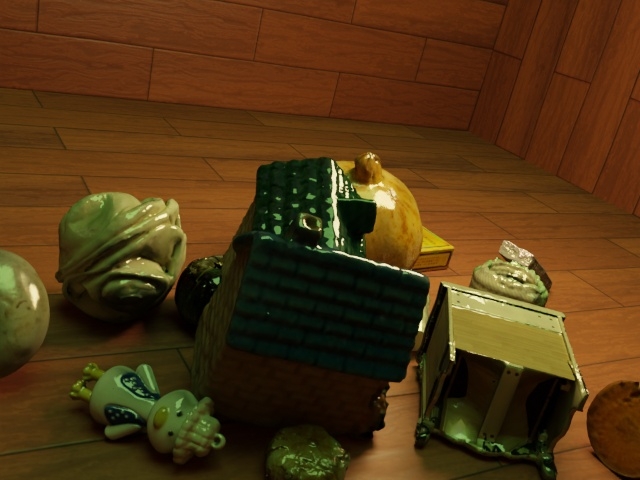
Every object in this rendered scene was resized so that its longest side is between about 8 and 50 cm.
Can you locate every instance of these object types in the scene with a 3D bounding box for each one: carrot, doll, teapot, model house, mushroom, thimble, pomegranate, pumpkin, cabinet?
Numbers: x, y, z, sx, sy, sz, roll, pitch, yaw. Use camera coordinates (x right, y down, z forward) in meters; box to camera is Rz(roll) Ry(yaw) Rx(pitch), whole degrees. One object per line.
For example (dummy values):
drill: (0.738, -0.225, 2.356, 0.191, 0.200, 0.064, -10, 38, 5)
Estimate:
carrot: (0.717, 0.390, 1.484, 0.254, 0.196, 0.196, 7, 22, -33)
doll: (-0.293, 0.293, 1.208, 0.293, 0.119, 0.138, 20, 66, 16)
teapot: (0.236, 0.187, 1.758, 0.077, 0.107, 0.200, -4, 40, 15)
model house: (0.002, 0.078, 1.336, 0.395, 0.400, 0.445, 14, 41, -14)
mushroom: (-0.607, 0.144, 1.305, 0.243, 0.243, 0.243, 12, 22, -5)
thimble: (0.518, 0.152, 1.955, 0.219, 0.150, 0.219, 12, 21, -5)
pomegranate: (0.090, -0.054, 1.856, 0.410, 0.410, 0.410, 12, 22, -5)
pumpkin: (-0.214, 0.117, 1.607, 0.238, 0.159, 0.238, 8, 24, -4)
cabinet: (0.360, 0.285, 1.462, 0.290, 0.227, 0.318, 15, 25, 2)

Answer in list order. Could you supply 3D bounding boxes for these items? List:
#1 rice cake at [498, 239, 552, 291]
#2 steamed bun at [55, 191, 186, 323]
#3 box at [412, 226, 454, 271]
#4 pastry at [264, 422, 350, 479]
rice cake: (0.629, 0.087, 2.145, 0.106, 0.050, 0.298, 29, -4, 35)
steamed bun: (-0.414, 0.047, 1.505, 0.268, 0.280, 0.207, -4, 37, -34)
box: (0.240, 0.022, 2.189, 0.301, 0.084, 0.193, -5, 29, -37)
pastry: (-0.025, 0.378, 1.206, 0.153, 0.081, 0.153, 4, 30, -3)
